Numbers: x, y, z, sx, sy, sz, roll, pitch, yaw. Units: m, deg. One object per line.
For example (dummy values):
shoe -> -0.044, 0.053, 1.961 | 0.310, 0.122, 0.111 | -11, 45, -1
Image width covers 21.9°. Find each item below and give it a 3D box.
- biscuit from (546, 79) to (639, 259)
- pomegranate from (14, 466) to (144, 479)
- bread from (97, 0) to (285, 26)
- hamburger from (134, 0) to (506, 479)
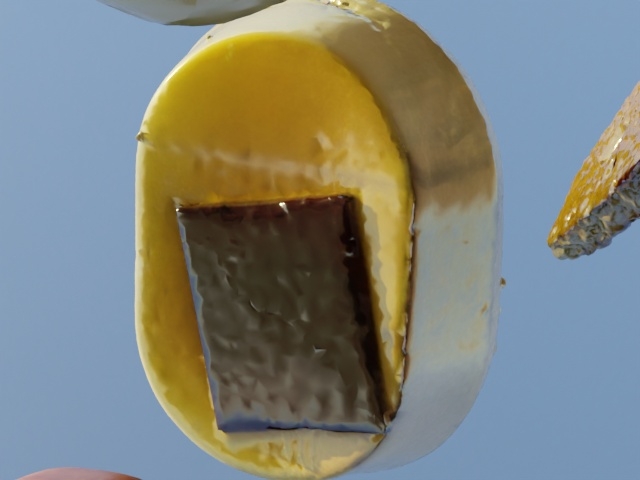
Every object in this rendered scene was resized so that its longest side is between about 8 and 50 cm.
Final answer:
biscuit -> 0.162, -0.078, 0.682 | 0.026, 0.237, 0.131 | 28, -113, -1
pomegranate -> -0.089, 0.176, 0.575 | 0.191, 0.191, 0.191 | 4, -121, -8
bread -> -0.027, -0.263, 0.357 | 0.348, 0.253, 0.376 | -53, -55, -21
hamburger -> 0.000, 0.000, 0.984 | 0.227, 0.295, 0.151 | 13, -162, 25
